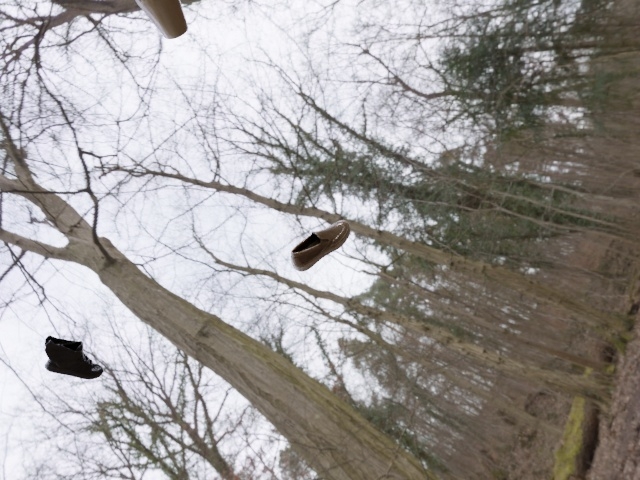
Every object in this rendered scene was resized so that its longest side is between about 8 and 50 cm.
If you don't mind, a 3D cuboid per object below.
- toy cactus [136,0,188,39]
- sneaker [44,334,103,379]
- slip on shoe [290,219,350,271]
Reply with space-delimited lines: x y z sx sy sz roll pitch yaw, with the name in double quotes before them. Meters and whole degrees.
"toy cactus" -0.209 -0.320 0.448 0.219 0.112 0.180 -26 -35 -4
"sneaker" -0.629 0.301 1.041 0.170 0.051 0.089 29 -83 -42
"slip on shoe" 0.000 0.000 0.726 0.135 0.051 0.041 -37 -49 -20
